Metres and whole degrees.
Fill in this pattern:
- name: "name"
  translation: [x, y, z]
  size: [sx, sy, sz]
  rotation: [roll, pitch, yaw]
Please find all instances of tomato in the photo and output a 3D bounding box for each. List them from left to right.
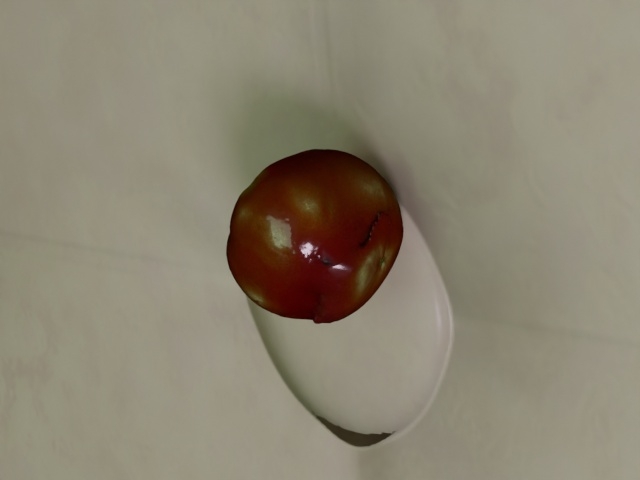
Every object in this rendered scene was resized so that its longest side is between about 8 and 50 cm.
- name: "tomato"
  translation: [0.000, 0.000, 0.915]
  size: [0.075, 0.087, 0.087]
  rotation: [42, 130, 28]
